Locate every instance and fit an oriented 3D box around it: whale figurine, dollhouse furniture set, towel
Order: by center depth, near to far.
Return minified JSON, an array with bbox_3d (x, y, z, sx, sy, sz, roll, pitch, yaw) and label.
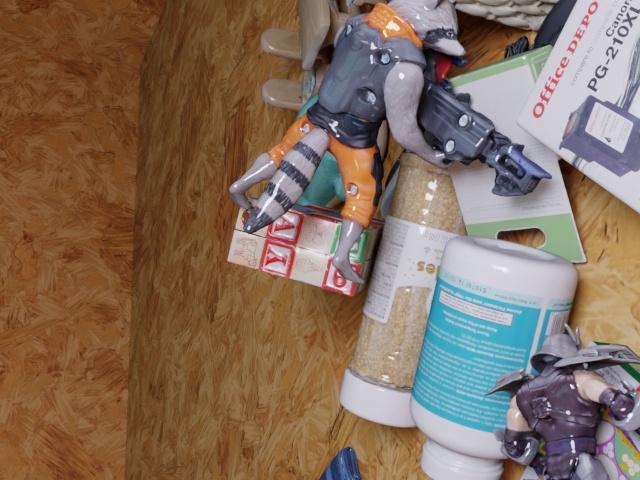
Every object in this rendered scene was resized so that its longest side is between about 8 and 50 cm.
[{"bbox_3d":[0.023,0.381,1.288,0.119,0.029,0.067,-60,29,35],"label":"towel"},{"bbox_3d":[0.006,-0.140,1.419,0.272,0.141,0.216,-61,30,34],"label":"whale figurine"},{"bbox_3d":[-0.052,-0.503,1.507,0.362,0.257,0.394,121,151,-54],"label":"dollhouse furniture set"}]

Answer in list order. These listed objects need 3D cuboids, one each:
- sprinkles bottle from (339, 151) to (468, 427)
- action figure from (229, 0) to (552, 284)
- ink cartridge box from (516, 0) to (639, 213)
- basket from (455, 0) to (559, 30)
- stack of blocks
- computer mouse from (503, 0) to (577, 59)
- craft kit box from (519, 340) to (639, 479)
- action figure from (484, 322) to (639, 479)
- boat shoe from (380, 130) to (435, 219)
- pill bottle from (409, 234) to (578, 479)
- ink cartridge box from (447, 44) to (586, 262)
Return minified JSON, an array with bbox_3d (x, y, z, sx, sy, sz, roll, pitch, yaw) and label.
[{"bbox_3d":[0.122,0.064,1.100,0.121,0.121,0.355,24,101,65],"label":"sprinkles bottle"},{"bbox_3d":[0.067,-0.120,0.906,0.341,0.179,0.330,37,103,38],"label":"action figure"},{"bbox_3d":[0.315,-0.122,0.742,0.237,0.100,0.171,50,125,45],"label":"ink cartridge box"},{"bbox_3d":[0.207,-0.439,0.896,0.328,0.332,0.266,-23,61,61],"label":"basket"},{"bbox_3d":[0.000,0.000,1.169,0.297,0.171,0.087,-12,-63,-78],"label":"stack of blocks"},{"bbox_3d":[0.285,-0.215,0.933,0.272,0.072,0.188,-38,46,55],"label":"computer mouse"},{"bbox_3d":[0.285,0.260,0.750,0.250,0.061,0.246,-128,51,-59],"label":"craft kit box"},{"bbox_3d":[0.226,0.208,0.731,0.185,0.099,0.284,130,148,-58],"label":"action figure"},{"bbox_3d":[0.153,-0.122,1.184,0.076,0.080,0.228,-87,18,-46],"label":"boat shoe"},{"bbox_3d":[0.182,0.136,0.902,0.146,0.146,0.263,-147,67,-64],"label":"pill bottle"},{"bbox_3d":[0.223,-0.089,0.954,0.171,0.056,0.235,-7,107,56],"label":"ink cartridge box"}]
